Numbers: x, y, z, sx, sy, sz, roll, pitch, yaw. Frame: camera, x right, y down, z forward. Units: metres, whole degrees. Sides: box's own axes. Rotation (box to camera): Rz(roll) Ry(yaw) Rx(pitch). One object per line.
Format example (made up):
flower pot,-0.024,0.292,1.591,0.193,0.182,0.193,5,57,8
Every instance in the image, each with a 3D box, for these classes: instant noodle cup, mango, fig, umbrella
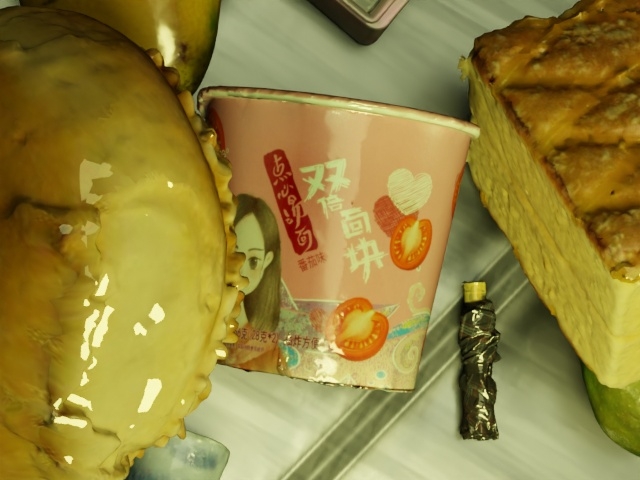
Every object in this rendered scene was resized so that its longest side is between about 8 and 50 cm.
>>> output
instant noodle cup,0.000,0.000,1.578,0.243,0.243,0.231,8,88,-9
mango,-0.165,-0.269,1.596,0.211,0.173,0.317,0,92,23
fig,0.272,0.113,1.669,0.156,0.123,0.123,35,79,12
umbrella,0.142,0.108,1.682,0.040,0.037,0.144,-2,87,4

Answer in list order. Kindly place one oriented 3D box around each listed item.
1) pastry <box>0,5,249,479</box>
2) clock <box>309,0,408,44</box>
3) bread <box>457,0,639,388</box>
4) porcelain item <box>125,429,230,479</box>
pastry,-0.233,0.013,1.489,0.245,0.410,0.409,-4,83,-52
clock,0.018,-0.294,1.692,0.197,0.063,0.150,40,80,-3
bread,0.295,-0.063,1.597,0.279,0.207,0.279,-24,57,-14
porcelain item,-0.152,0.285,1.572,0.141,0.141,0.259,20,72,-7
